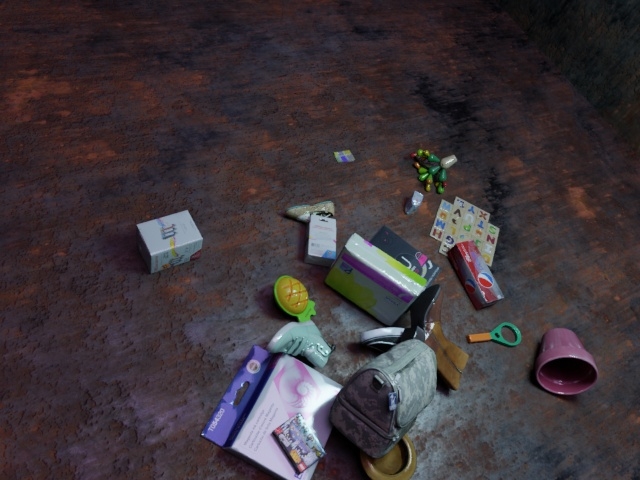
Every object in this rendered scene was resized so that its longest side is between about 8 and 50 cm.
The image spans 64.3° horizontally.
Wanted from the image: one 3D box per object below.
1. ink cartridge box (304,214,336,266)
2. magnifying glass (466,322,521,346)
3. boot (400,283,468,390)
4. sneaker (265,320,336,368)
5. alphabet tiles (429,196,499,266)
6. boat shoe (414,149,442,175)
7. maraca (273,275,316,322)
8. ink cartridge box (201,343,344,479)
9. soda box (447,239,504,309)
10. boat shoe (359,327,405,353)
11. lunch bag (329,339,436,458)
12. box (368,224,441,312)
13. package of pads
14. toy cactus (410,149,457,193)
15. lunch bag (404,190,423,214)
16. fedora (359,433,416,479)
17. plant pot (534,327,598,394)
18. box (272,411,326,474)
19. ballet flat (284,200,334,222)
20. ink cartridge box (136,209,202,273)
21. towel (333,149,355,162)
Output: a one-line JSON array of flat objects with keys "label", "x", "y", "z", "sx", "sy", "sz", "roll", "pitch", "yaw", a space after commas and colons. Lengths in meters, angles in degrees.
[{"label": "ink cartridge box", "x": 0.000, "y": 0.000, "z": 1.888, "sx": 0.104, "sy": 0.061, "sz": 0.181, "roll": 12, "pitch": 55, "yaw": -12}, {"label": "magnifying glass", "x": 0.650, "y": 0.358, "z": 1.905, "sx": 0.231, "sy": 0.026, "sz": 0.092, "roll": 0, "pitch": 58, "yaw": -22}, {"label": "boot", "x": 0.418, "y": 0.320, "z": 1.708, "sx": 0.280, "sy": 0.096, "sz": 0.264, "roll": 41, "pitch": 54, "yaw": -21}, {"label": "sneaker", "x": -0.051, "y": 0.331, "z": 1.566, "sx": 0.151, "sy": 0.094, "sz": 0.256, "roll": 46, "pitch": 23, "yaw": 22}, {"label": "alphabet tiles", "x": 0.616, "y": -0.035, "z": 2.163, "sx": 0.285, "sy": 0.011, "sz": 0.342, "roll": 28, "pitch": 53, "yaw": 0}, {"label": "boat shoe", "x": 0.491, "y": -0.352, "z": 2.316, "sx": 0.153, "sy": 0.048, "sz": 0.056, "roll": 38, "pitch": 76, "yaw": 15}, {"label": "maraca", "x": -0.085, "y": 0.200, "z": 1.707, "sx": 0.185, "sy": 0.099, "sz": 0.127, "roll": 49, "pitch": 48, "yaw": -15}, {"label": "ink cartridge box", "x": -0.124, "y": 0.504, "z": 1.503, "sx": 0.330, "sy": 0.071, "sz": 0.324, "roll": 30, "pitch": 53, "yaw": 0}, {"label": "soda box", "x": 0.602, "y": 0.132, "z": 1.992, "sx": 0.092, "sy": 0.083, "sz": 0.263, "roll": -12, "pitch": 65, "yaw": -23}, {"label": "boat shoe", "x": 0.270, "y": 0.362, "z": 1.714, "sx": 0.306, "sy": 0.113, "sz": 0.104, "roll": 13, "pitch": 59, "yaw": -30}, {"label": "lunch bag", "x": 0.199, "y": 0.433, "z": 1.477, "sx": 0.213, "sy": 0.256, "sz": 0.305, "roll": 33, "pitch": 26, "yaw": 26}, {"label": "box", "x": 0.274, "y": 0.103, "z": 1.866, "sx": 0.270, "sy": 0.143, "sz": 0.165, "roll": 37, "pitch": 53, "yaw": 8}, {"label": "package of pads", "x": 0.180, "y": 0.143, "z": 1.753, "sx": 0.297, "sy": 0.229, "sz": 0.101, "roll": 34, "pitch": 48, "yaw": 5}, {"label": "toy cactus", "x": 0.508, "y": -0.322, "z": 2.232, "sx": 0.181, "sy": 0.112, "sz": 0.218, "roll": -30, "pitch": 77, "yaw": 8}, {"label": "lunch bag", "x": 0.387, "y": -0.151, "z": 2.122, "sx": 0.053, "sy": 0.071, "sz": 0.083, "roll": 31, "pitch": 51, "yaw": -3}, {"label": "fedora", "x": 0.190, "y": 0.641, "z": 1.514, "sx": 0.194, "sy": 0.079, "sz": 0.194, "roll": 15, "pitch": 49, "yaw": -18}, {"label": "plant pot", "x": 0.880, "y": 0.426, "z": 1.847, "sx": 0.201, "sy": 0.201, "sz": 0.180, "roll": 26, "pitch": 36, "yaw": -2}, {"label": "box", "x": -0.059, "y": 0.566, "z": 1.425, "sx": 0.094, "sy": 0.027, "sz": 0.137, "roll": -28, "pitch": 72, "yaw": -31}, {"label": "ballet flat", "x": -0.034, "y": -0.103, "z": 1.945, "sx": 0.206, "sy": 0.073, "sz": 0.067, "roll": -12, "pitch": 77, "yaw": -22}, {"label": "ink cartridge box", "x": -0.497, "y": 0.005, "z": 1.667, "sx": 0.176, "sy": 0.128, "sz": 0.127, "roll": -20, "pitch": 66, "yaw": -28}, {"label": "towel", "x": 0.103, "y": -0.365, "z": 2.203, "sx": 0.083, "sy": 0.009, "sz": 0.060, "roll": -12, "pitch": 63, "yaw": -26}]
